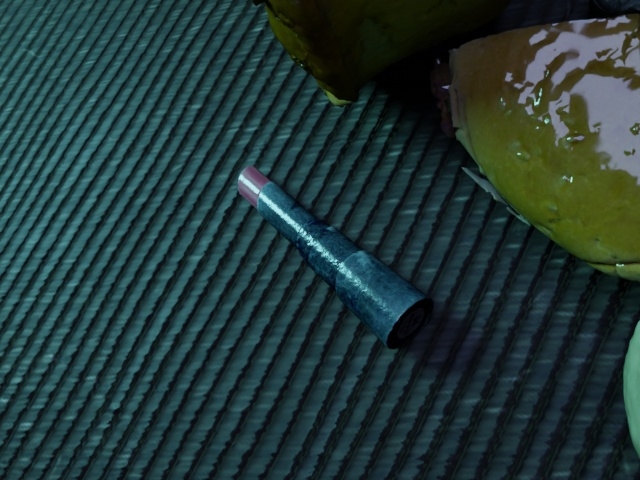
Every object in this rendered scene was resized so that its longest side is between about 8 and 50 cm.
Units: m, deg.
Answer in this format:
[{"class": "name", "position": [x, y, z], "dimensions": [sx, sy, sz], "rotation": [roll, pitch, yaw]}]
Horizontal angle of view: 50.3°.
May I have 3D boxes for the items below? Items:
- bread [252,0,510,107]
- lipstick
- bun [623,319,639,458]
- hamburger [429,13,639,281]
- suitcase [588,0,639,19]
[{"class": "bread", "position": [0.022, -0.313, 0.553], "dimensions": [0.215, 0.398, 0.398], "rotation": [-17, 64, 14]}, {"class": "lipstick", "position": [0.000, 0.000, 0.612], "dimensions": [0.053, 0.053, 0.234], "rotation": [-46, 59, -2]}, {"class": "bun", "position": [0.295, 0.088, 0.359], "dimensions": [0.259, 0.259, 0.160], "rotation": [9, 78, 23]}, {"class": "hamburger", "position": [0.230, -0.063, 0.500], "dimensions": [0.282, 0.155, 0.245], "rotation": [-12, 73, 21]}, {"class": "suitcase", "position": [0.369, -0.235, 0.511], "dimensions": [0.312, 0.128, 0.202], "rotation": [10, 89, 22]}]
